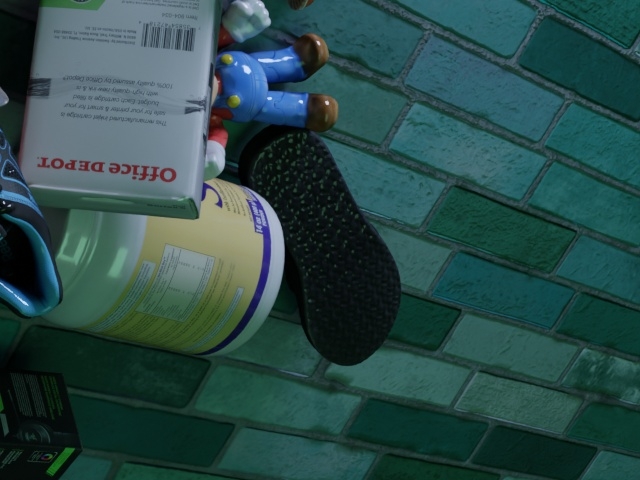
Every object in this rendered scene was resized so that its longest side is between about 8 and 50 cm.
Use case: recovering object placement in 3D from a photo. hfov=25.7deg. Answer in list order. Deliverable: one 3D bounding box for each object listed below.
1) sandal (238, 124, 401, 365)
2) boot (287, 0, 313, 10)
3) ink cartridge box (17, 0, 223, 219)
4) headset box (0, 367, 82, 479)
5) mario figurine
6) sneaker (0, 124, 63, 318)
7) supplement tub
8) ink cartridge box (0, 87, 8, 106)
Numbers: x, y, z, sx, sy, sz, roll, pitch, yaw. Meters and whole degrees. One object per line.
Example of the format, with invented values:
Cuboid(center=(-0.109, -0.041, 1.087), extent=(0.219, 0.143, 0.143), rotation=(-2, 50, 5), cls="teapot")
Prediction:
Cuboid(center=(0.002, -0.002, 2.071), extent=(0.167, 0.107, 0.445), rotation=(-30, 127, -11), cls="sandal")
Cuboid(center=(0.009, -0.371, 1.838), extent=(0.085, 0.059, 0.158), rotation=(2, 118, -41), cls="boot")
Cuboid(center=(-0.225, -0.171, 1.606), extent=(0.198, 0.115, 0.272), rotation=(5, 78, 1), cls="ink cartridge box")
Cuboid(center=(-0.489, 0.288, 1.877), extent=(0.283, 0.131, 0.246), rotation=(11, 133, -39), cls="headset box")
Cuboid(center=(-0.116, -0.194, 1.791), extent=(0.320, 0.198, 0.170), rotation=(-9, 141, -34), cls="mario figurine")
Cuboid(center=(-0.337, -0.069, 1.331), extent=(0.125, 0.139, 0.341), rotation=(-35, 130, -9), cls="sneaker")
Cuboid(center=(-0.239, 0.010, 1.814), extent=(0.331, 0.241, 0.241), rotation=(17, 110, -41), cls="supplement tub")
Cuboid(center=(-0.483, -0.110, 1.514), extent=(0.272, 0.309, 0.130), rotation=(-28, 132, -14), cls="ink cartridge box")
